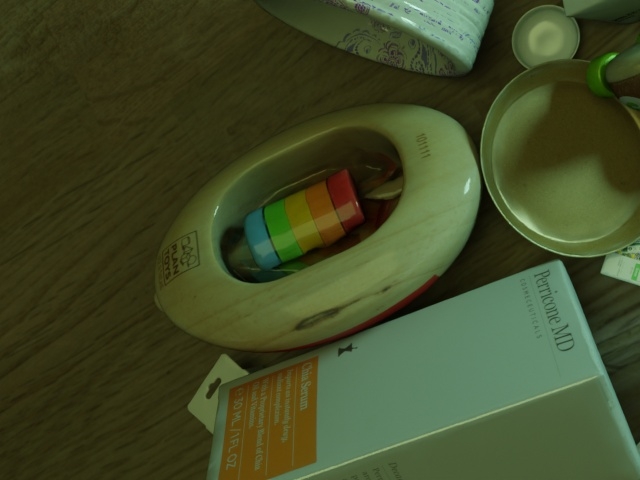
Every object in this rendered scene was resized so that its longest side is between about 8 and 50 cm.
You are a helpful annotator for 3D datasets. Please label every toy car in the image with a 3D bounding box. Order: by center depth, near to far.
[{"bbox_3d":[0.417,-0.148,1.154,0.148,0.155,0.188,-31,100,-13],"label":"toy car"}]

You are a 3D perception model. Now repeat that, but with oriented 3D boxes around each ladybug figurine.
[{"bbox_3d":[0.000,0.000,1.291,0.449,0.162,0.305,-21,52,14],"label":"ladybug figurine"}]

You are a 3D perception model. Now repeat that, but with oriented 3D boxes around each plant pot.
[{"bbox_3d":[0.298,-0.095,1.212,0.236,0.032,0.237,1,81,-7],"label":"plant pot"}]

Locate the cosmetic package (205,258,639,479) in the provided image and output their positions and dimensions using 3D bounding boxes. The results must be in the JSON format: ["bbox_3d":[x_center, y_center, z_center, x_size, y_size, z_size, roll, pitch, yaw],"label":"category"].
[{"bbox_3d":[0.105,0.215,1.179,0.453,0.230,0.162,-22,118,12],"label":"cosmetic package"}]

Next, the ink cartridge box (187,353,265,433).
[{"bbox_3d":[-0.081,0.245,1.409,0.181,0.061,0.104,38,103,19],"label":"ink cartridge box"}]

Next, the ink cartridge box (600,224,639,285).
[{"bbox_3d":[0.397,0.027,1.220,0.115,0.029,0.063,19,96,23],"label":"ink cartridge box"}]

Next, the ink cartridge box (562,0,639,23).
[{"bbox_3d":[0.358,-0.404,1.157,0.197,0.114,0.273,-16,82,52],"label":"ink cartridge box"}]

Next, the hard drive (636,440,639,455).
[{"bbox_3d":[0.475,0.310,1.118,0.307,0.040,0.203,45,107,39],"label":"hard drive"}]

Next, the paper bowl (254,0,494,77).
[{"bbox_3d":[0.068,-0.310,1.230,0.284,0.284,0.148,20,92,23],"label":"paper bowl"}]

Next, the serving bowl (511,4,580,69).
[{"bbox_3d":[0.281,-0.247,1.275,0.083,0.027,0.083,0,90,24],"label":"serving bowl"}]
